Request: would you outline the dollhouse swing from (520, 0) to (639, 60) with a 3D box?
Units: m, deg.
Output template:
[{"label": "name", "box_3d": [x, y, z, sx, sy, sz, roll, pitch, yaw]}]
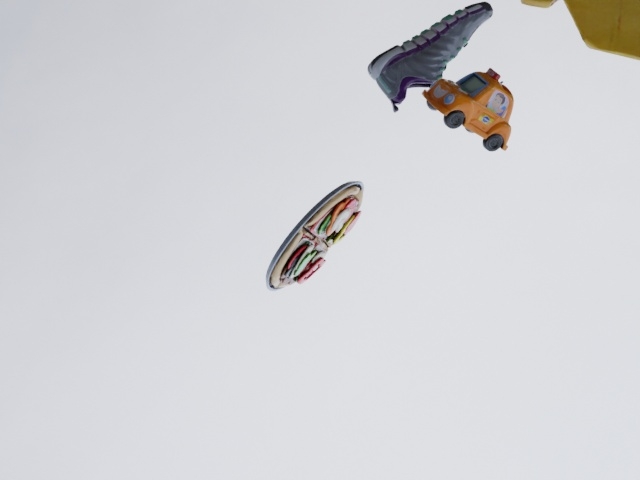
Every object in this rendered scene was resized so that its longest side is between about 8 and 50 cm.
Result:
[{"label": "dollhouse swing", "box_3d": [0.405, -0.290, 0.733, 0.347, 0.315, 0.305, 21, -159, 27]}]

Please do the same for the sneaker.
[{"label": "sneaker", "box_3d": [0.190, -0.295, 1.449, 0.224, 0.098, 0.083, -30, -178, 2]}]

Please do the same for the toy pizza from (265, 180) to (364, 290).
[{"label": "toy pizza", "box_3d": [0.000, 0.000, 1.269, 0.032, 0.201, 0.201, 41, -117, 14]}]

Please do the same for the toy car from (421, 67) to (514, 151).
[{"label": "toy car", "box_3d": [0.093, -0.095, 0.564, 0.040, 0.060, 0.122, -55, -168, 18]}]
